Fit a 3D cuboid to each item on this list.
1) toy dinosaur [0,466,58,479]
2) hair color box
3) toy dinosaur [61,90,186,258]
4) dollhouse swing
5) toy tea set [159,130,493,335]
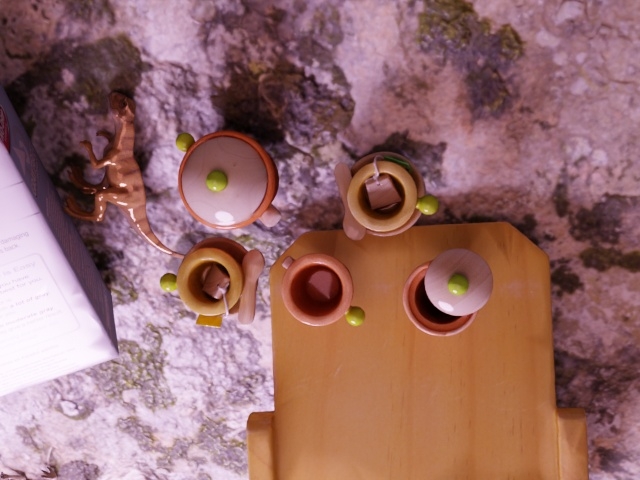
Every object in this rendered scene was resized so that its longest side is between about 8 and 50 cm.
[{"bbox_3d":[-0.368,0.348,1.274,0.183,0.053,0.093,25,135,1],"label":"toy dinosaur"},{"bbox_3d":[-0.356,-0.012,0.951,0.185,0.114,0.374,-19,131,-3],"label":"hair color box"},{"bbox_3d":[-0.206,-0.047,1.010,0.112,0.064,0.212,-6,119,9],"label":"toy dinosaur"},{"bbox_3d":[0.111,0.173,1.099,0.346,0.305,0.315,-3,161,9],"label":"dollhouse swing"},{"bbox_3d":[0.000,0.000,0.932,0.336,0.124,0.200,4,94,9],"label":"toy tea set"}]
